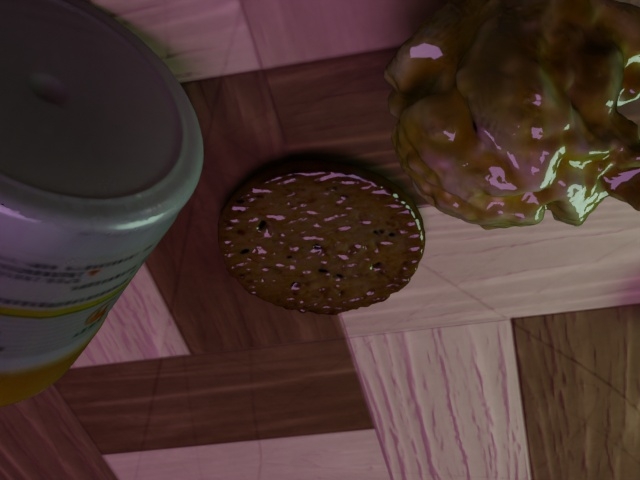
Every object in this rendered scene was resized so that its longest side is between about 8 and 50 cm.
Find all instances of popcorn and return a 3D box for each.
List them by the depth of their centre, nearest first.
[{"bbox_3d":[0.140,-0.093,0.653,0.187,0.185,0.167,-18,150,8],"label":"popcorn"}]

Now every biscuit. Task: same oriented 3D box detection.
[{"bbox_3d":[0.000,-0.001,0.854,0.188,0.027,0.188,2,136,2],"label":"biscuit"}]

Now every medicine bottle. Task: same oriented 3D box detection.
[{"bbox_3d":[-0.237,-0.033,0.686,0.238,0.238,0.232,25,130,-20],"label":"medicine bottle"}]
